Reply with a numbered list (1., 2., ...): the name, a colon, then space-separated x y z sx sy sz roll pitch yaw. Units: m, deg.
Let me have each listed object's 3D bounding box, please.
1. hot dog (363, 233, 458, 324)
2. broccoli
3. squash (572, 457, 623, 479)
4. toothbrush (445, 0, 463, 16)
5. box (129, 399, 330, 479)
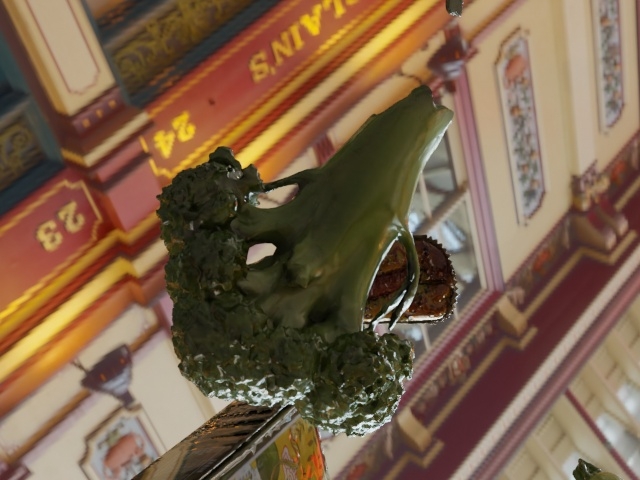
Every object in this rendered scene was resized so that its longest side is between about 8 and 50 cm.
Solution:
1. hot dog: 0.058 0.045 1.177 0.191 0.108 0.059 -4 -177 9
2. broccoli: -0.026 0.017 0.971 0.254 0.186 0.302 9 -106 7
3. squash: 0.360 0.335 1.281 0.094 0.094 0.224 -18 -157 -1
4. toothbrush: 0.135 -0.324 1.069 0.017 0.194 0.014 1 176 -19
5. box: -0.105 0.451 1.447 0.138 0.372 0.420 -12 -174 23
